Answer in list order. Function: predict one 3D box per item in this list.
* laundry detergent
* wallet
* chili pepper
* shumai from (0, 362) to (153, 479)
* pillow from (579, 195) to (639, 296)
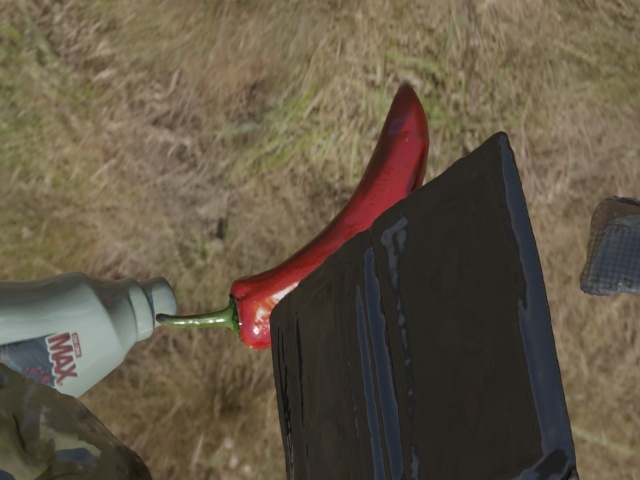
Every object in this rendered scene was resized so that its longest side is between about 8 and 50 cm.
[{"bbox_3d":[-0.374,0.145,1.801,0.397,0.125,0.264,-18,135,-27],"label":"laundry detergent"},{"bbox_3d":[0.055,0.102,0.986,0.041,0.247,0.323,6,153,-30],"label":"wallet"},{"bbox_3d":[0.008,0.001,1.455,0.137,0.092,0.368,40,73,21],"label":"chili pepper"},{"bbox_3d":[-0.184,0.219,0.611,0.346,0.283,0.217,-17,122,-32],"label":"shumai"},{"bbox_3d":[0.421,0.016,1.679,0.211,0.135,0.034,7,155,22],"label":"pillow"}]
